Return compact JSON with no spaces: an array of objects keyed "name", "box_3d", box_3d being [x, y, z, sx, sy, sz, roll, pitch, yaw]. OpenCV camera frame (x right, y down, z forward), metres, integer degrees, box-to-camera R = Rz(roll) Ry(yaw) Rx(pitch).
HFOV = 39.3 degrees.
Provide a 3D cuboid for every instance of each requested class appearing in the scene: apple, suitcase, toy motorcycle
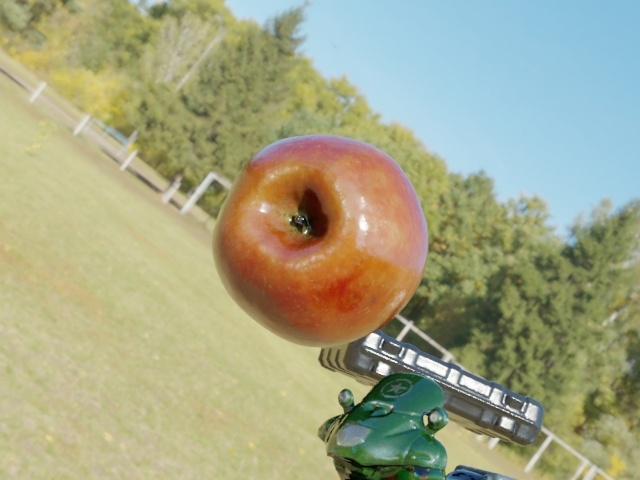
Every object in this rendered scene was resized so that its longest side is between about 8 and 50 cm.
[{"name":"apple","box_3d":[0.000,0.000,0.908,0.218,0.218,0.201,36,-1,23]},{"name":"suitcase","box_3d":[0.147,0.199,1.247,0.285,0.066,0.206,25,-11,-7]},{"name":"toy motorcycle","box_3d":[0.087,0.215,0.749,0.125,0.187,0.275,4,-17,44]}]
